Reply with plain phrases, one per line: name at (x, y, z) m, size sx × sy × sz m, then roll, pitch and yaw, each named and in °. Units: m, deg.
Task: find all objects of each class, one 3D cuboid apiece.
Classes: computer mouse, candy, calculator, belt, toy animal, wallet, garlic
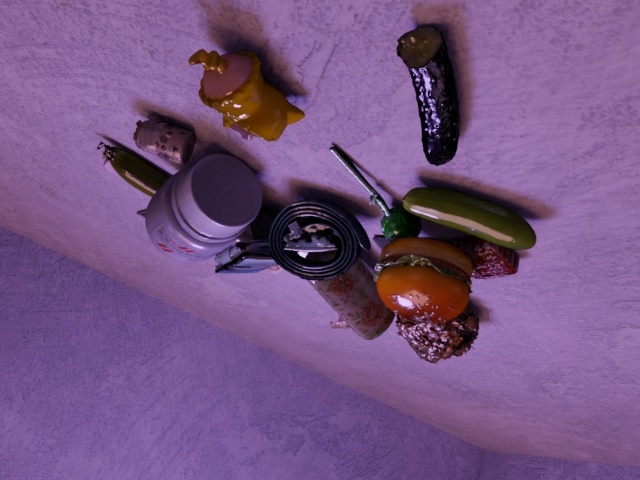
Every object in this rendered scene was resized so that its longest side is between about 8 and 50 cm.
computer mouse at (-0.060, 0.037, 1.717) m, size 0.374 × 0.114 × 0.203 m, roll 31°, pitch 156°, yaw -16°
candy at (0.124, -0.106, 1.305) m, size 0.097 × 0.097 × 0.323 m, roll -7°, pitch 135°, yaw 50°
calculator at (-0.613, -0.215, 1.781) m, size 0.175 × 0.032 × 0.100 m, roll 35°, pitch 154°, yaw -25°
belt at (0.000, 0.000, 1.467) m, size 0.268 × 0.206 × 0.116 m, roll 12°, pitch -172°, yaw 13°
toy animal at (-0.150, -0.284, 1.082) m, size 0.156 × 0.156 × 0.230 m, roll 6°, pitch 162°, yaw 35°
wallet at (-0.197, 0.051, 1.627) m, size 0.176 × 0.074 × 0.250 m, roll 2°, pitch 168°, yaw -31°
garlic at (0.100, 0.291, 2.171) m, size 0.124 × 0.099 × 0.174 m, roll 0°, pitch 158°, yaw 5°

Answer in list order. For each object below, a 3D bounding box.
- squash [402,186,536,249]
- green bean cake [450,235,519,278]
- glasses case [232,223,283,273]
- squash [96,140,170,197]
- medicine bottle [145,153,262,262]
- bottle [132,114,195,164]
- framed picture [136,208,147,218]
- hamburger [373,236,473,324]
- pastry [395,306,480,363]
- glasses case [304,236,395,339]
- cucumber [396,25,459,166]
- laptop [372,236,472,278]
squash at (0.321, -0.055, 1.202) m, size 0.293 × 0.082 × 0.082 m, roll 20°, pitch 157°, yaw 10°
green bean cake at (0.398, 0.044, 1.366) m, size 0.135 × 0.056 × 0.136 m, roll 35°, pitch 148°, yaw -32°
glasses case at (-0.259, -0.004, 1.859) m, size 0.337 × 0.076 × 0.144 m, roll 29°, pitch 157°, yaw -15°
squash at (-0.528, -0.189, 1.696) m, size 0.332 × 0.087 × 0.087 m, roll 35°, pitch 155°, yaw -23°
medicine bottle at (-0.317, -0.085, 1.521) m, size 0.245 × 0.245 × 0.306 m, roll 33°, pitch 147°, yaw -22°
bottle at (-0.402, -0.257, 1.413) m, size 0.152 × 0.098 × 0.099 m, roll 20°, pitch 157°, yaw 3°
framed picture at (-0.618, -0.083, 2.103) m, size 0.109 × 0.011 × 0.149 m, roll 38°, pitch 153°, yaw -31°
hamburger at (0.238, 0.107, 1.328) m, size 0.246 × 0.169 × 0.246 m, roll 11°, pitch 160°, yaw 4°
pastry at (0.363, 0.280, 1.756) m, size 0.275 × 0.192 × 0.275 m, roll 21°, pitch 157°, yaw 9°
glasses case at (0.095, 0.151, 1.675) m, size 0.098 × 0.156 × 0.425 m, roll 33°, pitch 166°, yaw 49°
cucumber at (0.199, -0.225, 0.954) m, size 0.081 × 0.072 × 0.303 m, roll 8°, pitch 154°, yaw 26°
laptop at (0.292, 0.046, 1.536) m, size 0.269 × 0.015 × 0.187 m, roll 4°, pitch 151°, yaw 38°
